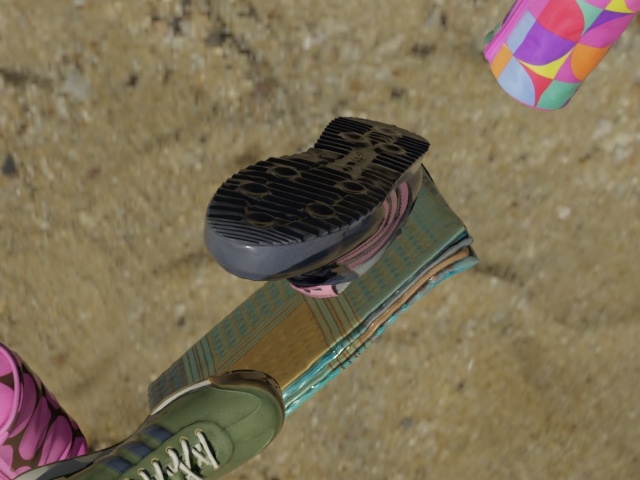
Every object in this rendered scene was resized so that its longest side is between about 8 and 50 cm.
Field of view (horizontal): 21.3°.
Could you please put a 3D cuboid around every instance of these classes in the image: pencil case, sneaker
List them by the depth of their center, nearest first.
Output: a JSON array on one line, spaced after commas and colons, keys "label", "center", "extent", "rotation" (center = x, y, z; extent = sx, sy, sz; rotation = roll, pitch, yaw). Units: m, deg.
[{"label": "sneaker", "center": [-0.105, 0.151, 1.017], "extent": [0.192, 0.064, 0.086], "rotation": [-26, 25, 5]}, {"label": "sneaker", "center": [0.000, 0.000, 1.314], "extent": [0.112, 0.131, 0.319], "rotation": [21, 23, 19]}, {"label": "pencil case", "center": [-0.248, 0.156, 1.347], "extent": [0.095, 0.209, 0.098], "rotation": [-20, 66, 2]}, {"label": "pencil case", "center": [0.224, -0.220, 1.431], "extent": [0.104, 0.236, 0.104], "rotation": [18, 40, -16]}]

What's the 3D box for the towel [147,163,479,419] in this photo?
[{"label": "towel", "center": [-0.017, 0.081, 1.612], "extent": [0.370, 0.271, 0.040], "rotation": [-42, 108, 7]}]
